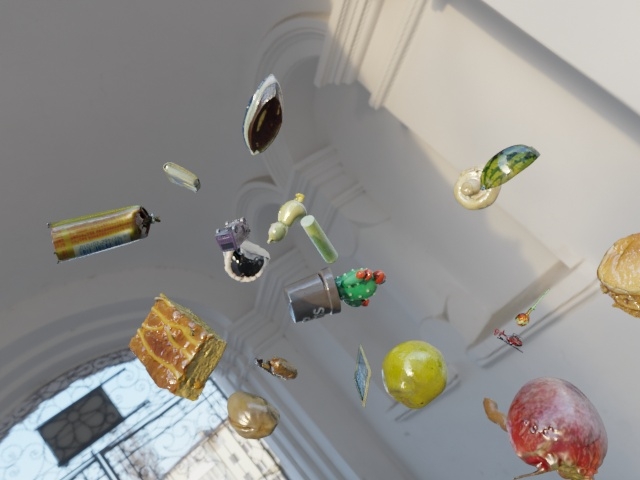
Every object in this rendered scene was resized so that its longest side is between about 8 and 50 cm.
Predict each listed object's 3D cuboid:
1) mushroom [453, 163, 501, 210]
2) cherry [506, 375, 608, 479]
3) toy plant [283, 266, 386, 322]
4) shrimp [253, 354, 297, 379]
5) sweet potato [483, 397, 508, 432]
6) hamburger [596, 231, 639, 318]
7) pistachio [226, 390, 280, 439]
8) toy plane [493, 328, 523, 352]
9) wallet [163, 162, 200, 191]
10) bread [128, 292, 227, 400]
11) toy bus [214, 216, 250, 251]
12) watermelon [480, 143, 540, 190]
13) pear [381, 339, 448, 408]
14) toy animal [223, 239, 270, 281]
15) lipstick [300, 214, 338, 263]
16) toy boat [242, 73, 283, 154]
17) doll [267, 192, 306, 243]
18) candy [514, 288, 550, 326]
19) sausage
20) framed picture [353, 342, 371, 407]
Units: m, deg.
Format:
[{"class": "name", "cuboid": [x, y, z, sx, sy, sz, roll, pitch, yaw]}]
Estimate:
[{"class": "mushroom", "cuboid": [0.510, -0.174, 1.604, 0.123, 0.154, 0.154, -7, -38, -47]}, {"class": "cherry", "cuboid": [0.499, 0.389, 1.056, 0.192, 0.175, 0.249, -7, 25, 18]}, {"class": "toy plant", "cuboid": [0.067, 0.197, 1.918, 0.401, 0.185, 0.279, -17, -51, -11]}, {"class": "shrimp", "cuboid": [-0.140, 0.379, 1.451, 0.187, 0.133, 0.051, 69, -154, -57]}, {"class": "sweet potato", "cuboid": [0.671, 0.668, 1.859, 0.065, 0.051, 0.218, -44, 21, 4]}, {"class": "hamburger", "cuboid": [0.985, 0.120, 1.480, 0.245, 0.260, 0.211, -36, -53, 21]}, {"class": "pistachio", "cuboid": [-0.197, 0.490, 1.384, 0.125, 0.185, 0.124, -13, -70, -38]}, {"class": "toy plane", "cuboid": [0.834, 0.434, 2.162, 0.060, 0.145, 0.037, -52, -12, -25]}, {"class": "wallet", "cuboid": [-0.428, -0.196, 1.536, 0.039, 0.111, 0.155, -65, 8, -8]}, {"class": "bread", "cuboid": [-0.377, 0.273, 1.277, 0.114, 0.275, 0.184, 34, -97, -44]}, {"class": "toy bus", "cuboid": [-0.348, -0.024, 1.967, 0.087, 0.098, 0.178, -13, 18, 17]}, {"class": "watermelon", "cuboid": [0.459, -0.190, 1.211, 0.163, 0.068, 0.087, -35, 1, 13]}, {"class": "pear", "cuboid": [0.277, 0.389, 1.450, 0.198, 0.198, 0.198, -40, -16, -14]}, {"class": "toy animal", "cuboid": [-0.355, 0.088, 2.253, 0.155, 0.208, 0.204, -59, 23, 11]}, {"class": "lipstick", "cuboid": [0.000, 0.000, 2.377, 0.076, 0.076, 0.304, -41, -46, -10]}, {"class": "toy boat", "cuboid": [-0.186, -0.398, 1.562, 0.114, 0.115, 0.261, 4, -47, -29]}, {"class": "doll", "cuboid": [-0.168, -0.100, 2.350, 0.296, 0.117, 0.141, -47, -1, -27]}, {"class": "candy", "cuboid": [0.778, 0.243, 1.792, 0.056, 0.049, 0.184, -27, -29, -58]}, {"class": "sausage", "cuboid": [-0.648, -0.036, 1.493, 0.318, 0.125, 0.117, -18, 9, -25]}, {"class": "framed picture", "cuboid": [0.149, 0.487, 1.771, 0.011, 0.142, 0.183, -1, -60, -12]}]
